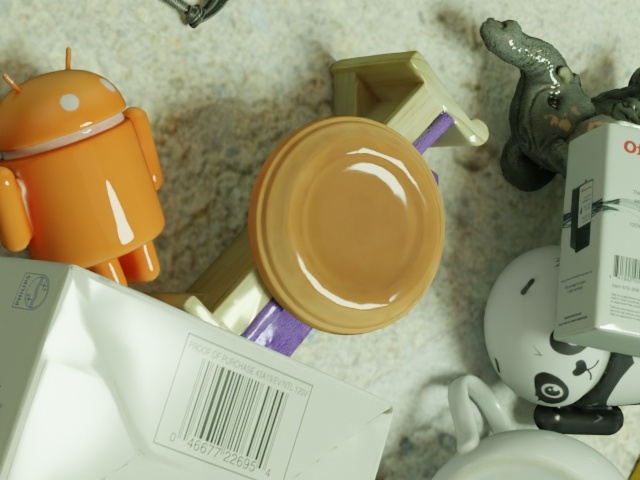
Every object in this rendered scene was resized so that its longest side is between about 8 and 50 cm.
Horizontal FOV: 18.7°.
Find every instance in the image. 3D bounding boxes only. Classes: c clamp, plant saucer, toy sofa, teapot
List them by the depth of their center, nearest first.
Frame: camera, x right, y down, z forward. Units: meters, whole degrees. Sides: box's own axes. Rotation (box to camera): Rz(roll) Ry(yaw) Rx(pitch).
[{"bbox_3d":[0.031,-0.014,1.752,0.200,0.037,0.200,2,86,-29],"label":"plant saucer"},{"bbox_3d":[-0.151,-0.254,1.823,0.161,0.022,0.137,27,72,-28],"label":"c clamp"},{"bbox_3d":[0.000,0.000,1.843,0.362,0.150,0.177,-48,112,-22],"label":"toy sofa"},{"bbox_3d":[0.216,0.294,1.959,0.187,0.253,0.256,-24,130,-72],"label":"teapot"}]

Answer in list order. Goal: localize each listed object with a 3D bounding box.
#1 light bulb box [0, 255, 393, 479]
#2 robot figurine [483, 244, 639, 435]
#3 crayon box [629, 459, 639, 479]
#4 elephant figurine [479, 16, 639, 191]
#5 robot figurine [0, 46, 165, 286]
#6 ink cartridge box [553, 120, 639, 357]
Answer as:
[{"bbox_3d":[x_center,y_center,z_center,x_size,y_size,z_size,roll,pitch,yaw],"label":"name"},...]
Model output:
[{"bbox_3d":[-0.206,0.165,1.562,0.358,0.361,0.225,27,75,-41],"label":"light bulb box"},{"bbox_3d":[0.304,0.089,2.017,0.278,0.173,0.209,1,75,-31],"label":"robot figurine"},{"bbox_3d":[0.406,0.354,2.141,0.202,0.081,0.318,37,72,-26],"label":"crayon box"},{"bbox_3d":[0.260,-0.111,2.012,0.239,0.169,0.186,-2,59,-28],"label":"elephant figurine"},{"bbox_3d":[-0.216,-0.055,1.719,0.158,0.128,0.219,-19,102,-6],"label":"robot figurine"},{"bbox_3d":[0.317,0.004,1.893,0.153,0.087,0.208,13,75,-21],"label":"ink cartridge box"}]
